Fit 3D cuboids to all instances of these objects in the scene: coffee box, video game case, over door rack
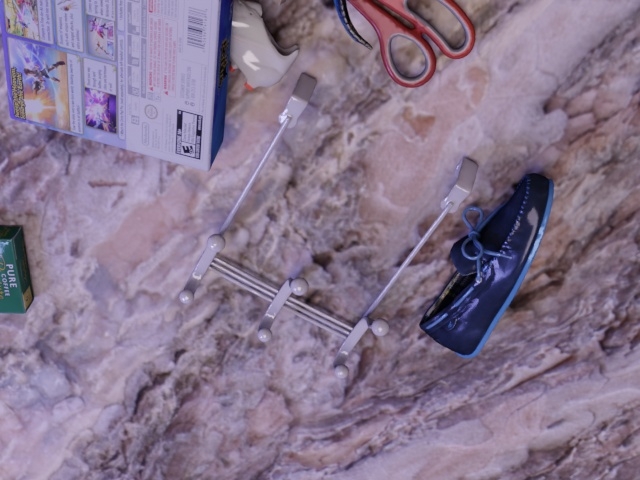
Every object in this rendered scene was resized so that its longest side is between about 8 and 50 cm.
[{"bbox_3d":[-0.465,0.037,1.474,0.184,0.040,0.113,0,117,7],"label":"coffee box"},{"bbox_3d":[-0.221,-0.217,1.249,0.244,0.061,0.269,15,137,4],"label":"video game case"},{"bbox_3d":[0.000,0.000,1.366,0.239,0.108,0.324,27,116,-8],"label":"over door rack"}]

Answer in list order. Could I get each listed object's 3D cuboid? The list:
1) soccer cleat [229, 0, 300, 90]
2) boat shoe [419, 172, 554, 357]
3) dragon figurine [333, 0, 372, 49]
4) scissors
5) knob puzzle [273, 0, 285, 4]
[{"bbox_3d":[-0.108,-0.251,1.278,0.076,0.068,0.196,-41,113,17],"label":"soccer cleat"},{"bbox_3d":[0.191,0.031,1.362,0.089,0.109,0.258,22,115,-1],"label":"boat shoe"},{"bbox_3d":[0.039,-0.320,1.124,0.085,0.144,0.289,0,111,-14],"label":"dragon figurine"},{"bbox_3d":[0.039,-0.288,1.268,0.297,0.021,0.109,42,108,-8],"label":"scissors"},{"bbox_3d":[-0.079,-0.359,1.157,0.213,0.030,0.213,28,136,30],"label":"knob puzzle"}]
